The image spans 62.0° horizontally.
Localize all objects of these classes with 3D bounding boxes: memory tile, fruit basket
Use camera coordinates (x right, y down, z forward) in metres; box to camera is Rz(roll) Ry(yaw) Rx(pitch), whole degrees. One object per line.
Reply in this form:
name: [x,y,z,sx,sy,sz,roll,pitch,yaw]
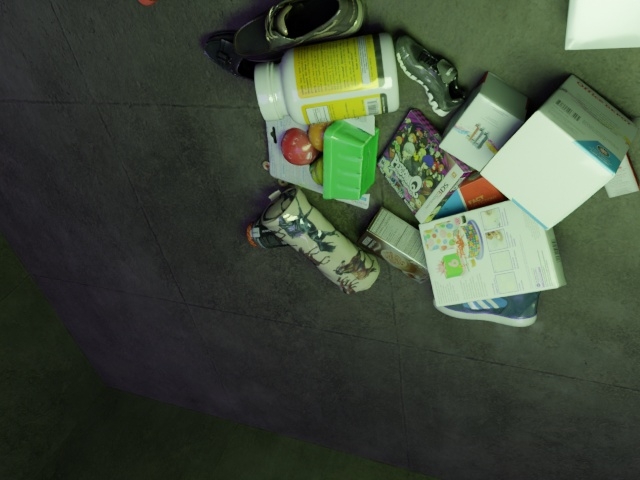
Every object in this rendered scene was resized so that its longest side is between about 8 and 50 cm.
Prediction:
memory tile: [-0.111,-0.220,1.714,0.148,0.012,0.113,44,135,-15]
fruit basket: [-0.004,-0.275,1.540,0.353,0.165,0.327,26,138,26]

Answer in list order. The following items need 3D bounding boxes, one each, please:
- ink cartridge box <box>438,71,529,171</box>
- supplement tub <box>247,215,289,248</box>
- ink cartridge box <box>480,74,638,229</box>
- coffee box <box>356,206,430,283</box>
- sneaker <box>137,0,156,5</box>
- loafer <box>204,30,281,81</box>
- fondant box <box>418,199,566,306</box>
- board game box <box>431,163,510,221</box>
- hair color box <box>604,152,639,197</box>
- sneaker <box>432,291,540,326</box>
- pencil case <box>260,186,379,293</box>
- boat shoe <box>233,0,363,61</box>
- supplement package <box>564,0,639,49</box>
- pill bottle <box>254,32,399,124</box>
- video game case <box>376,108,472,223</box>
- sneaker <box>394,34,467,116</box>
ink cartridge box: [0.399,-0.289,1.307,0.127,0.128,0.176,32,137,-3]
supplement tub: [-0.153,-0.034,1.832,0.190,0.117,0.117,-8,125,31]
ink cartridge box: [0.535,-0.202,1.187,0.198,0.270,0.197,43,138,8]
coffee box: [0.250,0.018,1.645,0.246,0.098,0.141,33,160,1]
sneaker: [-0.450,-0.743,1.345,0.135,0.097,0.276,5,133,24]
loafer: [-0.189,-0.486,1.448,0.303,0.095,0.109,20,137,10]
fondant box: [0.450,0.034,1.422,0.330,0.096,0.238,-15,83,35]
board game box: [0.466,-0.042,1.545,0.242,0.064,0.316,-26,115,41]
hair color box: [0.723,-0.178,1.304,0.072,0.043,0.141,-15,122,37]
sneaker: [0.480,0.111,1.566,0.323,0.130,0.236,8,116,38]
pencil case: [0.000,0.000,1.704,0.410,0.183,0.160,41,93,-20]
boat shoe: [-0.076,-0.534,1.296,0.355,0.130,0.132,-9,91,27]
supplement package: [0.581,-0.513,0.996,0.204,0.145,0.262,6,131,22]
pill bottle: [0.017,-0.387,1.304,0.334,0.188,0.188,-7,129,7]
video game case: [0.269,-0.196,1.433,0.232,0.042,0.210,57,140,22]
sneaker: [0.276,-0.407,1.282,0.234,0.078,0.106,47,154,-23]
